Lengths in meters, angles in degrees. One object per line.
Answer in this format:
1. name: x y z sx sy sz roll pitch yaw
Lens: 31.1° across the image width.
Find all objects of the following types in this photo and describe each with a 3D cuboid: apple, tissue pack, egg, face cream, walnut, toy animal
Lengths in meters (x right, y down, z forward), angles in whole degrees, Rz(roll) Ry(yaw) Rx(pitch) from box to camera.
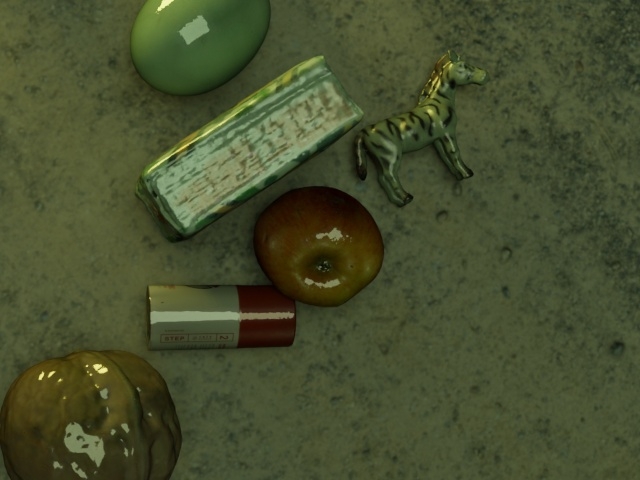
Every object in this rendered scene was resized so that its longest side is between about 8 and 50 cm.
1. apple: 0.000 0.000 1.712 0.195 0.173 0.160 18 107 -12
2. tissue pack: -0.111 -0.126 1.664 0.311 0.228 0.128 -36 94 -11
3. egg: -0.175 -0.310 1.693 0.231 0.168 0.168 -41 95 -17
4. face cream: -0.149 0.113 1.704 0.214 0.096 0.096 0 86 -12
5. walnut: -0.317 0.262 1.591 0.248 0.248 0.248 1 86 -12
6. toy animal: 0.176 -0.160 1.804 0.255 0.090 0.170 -43 91 -14
